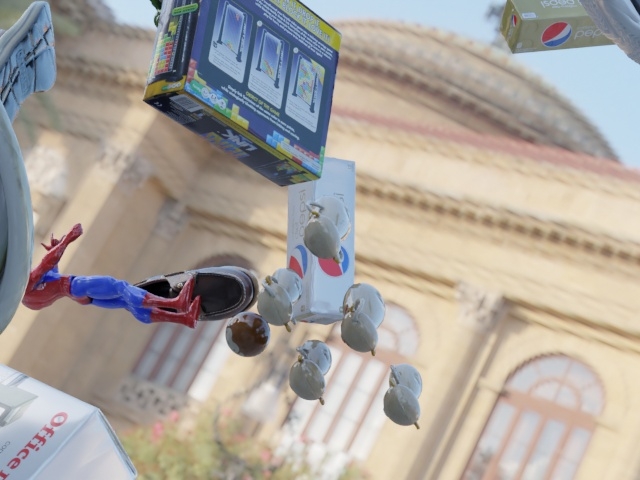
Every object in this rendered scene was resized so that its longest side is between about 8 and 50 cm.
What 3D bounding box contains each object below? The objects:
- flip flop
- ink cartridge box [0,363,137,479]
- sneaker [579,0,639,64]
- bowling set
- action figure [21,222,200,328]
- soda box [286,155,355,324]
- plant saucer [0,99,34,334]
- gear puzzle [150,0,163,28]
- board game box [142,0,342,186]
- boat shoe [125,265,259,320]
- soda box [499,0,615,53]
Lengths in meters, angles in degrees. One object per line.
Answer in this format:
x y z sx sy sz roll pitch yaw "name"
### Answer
-0.382 -0.206 1.723 0.080 0.277 0.112 6 -55 10 "flip flop"
-0.351 0.225 1.414 0.273 0.198 0.114 17 -38 36 "ink cartridge box"
0.293 -0.300 1.343 0.268 0.153 0.101 59 4 8 "sneaker"
-0.013 0.111 1.621 0.287 0.200 0.154 63 10 -9 "bowling set"
-0.296 0.035 1.901 0.280 0.139 0.091 4 -28 8 "action figure"
0.000 0.000 1.911 0.069 0.216 0.074 7 -15 -28 "soda box"
-0.401 -0.078 1.304 0.401 0.100 0.400 13 -62 24 "plant saucer"
-0.160 -0.240 1.725 0.175 0.044 0.339 51 7 -24 "gear puzzle"
-0.059 -0.141 1.159 0.048 0.141 0.170 -11 -29 37 "board game box"
-0.179 0.077 1.936 0.207 0.073 0.073 -10 -3 37 "boat shoe"
0.345 -0.306 1.993 0.181 0.058 0.061 -6 -42 -15 "soda box"
